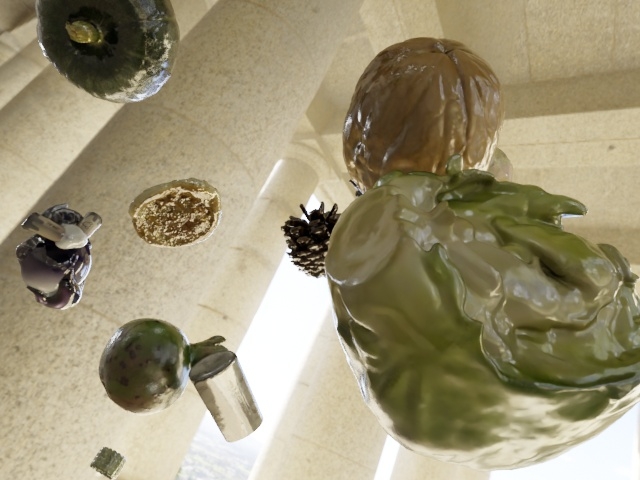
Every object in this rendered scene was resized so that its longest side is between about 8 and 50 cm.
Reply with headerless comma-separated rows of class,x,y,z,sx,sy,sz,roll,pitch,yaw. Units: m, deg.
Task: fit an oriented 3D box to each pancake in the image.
pancake,-0.418,-0.075,1.241,0.282,0.049,0.282,-13,-38,-10

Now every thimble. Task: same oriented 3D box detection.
thimble,-0.636,0.670,1.270,0.084,0.062,0.110,21,-42,7

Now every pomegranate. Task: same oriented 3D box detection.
pomegranate,-0.399,0.294,1.076,0.242,0.306,0.242,59,-11,19

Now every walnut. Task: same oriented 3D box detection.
walnut,0.171,-0.184,0.749,0.277,0.252,0.313,42,-38,26

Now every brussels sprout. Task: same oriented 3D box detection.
brussels sprout,0.166,0.097,0.495,0.371,0.276,0.315,31,-45,-14

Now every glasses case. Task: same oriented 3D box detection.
glasses case,-0.221,0.387,1.034,0.060,0.114,0.299,46,-25,44

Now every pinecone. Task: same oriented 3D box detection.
pinecone,-0.001,-0.003,1.139,0.229,0.202,0.201,101,-34,-63

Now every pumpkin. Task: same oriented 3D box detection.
pumpkin,-0.464,-0.460,0.930,0.300,0.207,0.300,1,-67,1

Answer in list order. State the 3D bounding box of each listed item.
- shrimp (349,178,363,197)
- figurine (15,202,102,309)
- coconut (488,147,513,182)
shrimp,0.307,-0.143,1.437,0.445,0.272,0.085,24,-21,16
figurine,-0.533,0.043,0.874,0.145,0.145,0.222,29,-60,-8
coconut,0.386,-0.143,1.161,0.259,0.259,0.259,20,-27,11
